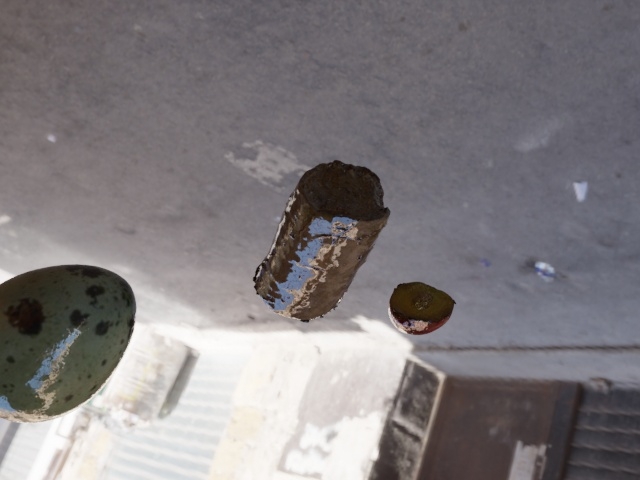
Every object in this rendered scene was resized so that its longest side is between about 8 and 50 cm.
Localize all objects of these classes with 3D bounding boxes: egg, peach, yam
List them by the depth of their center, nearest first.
[{"bbox_3d":[-0.322,0.117,0.903,0.228,0.177,0.177,-33,139,9],"label":"egg"},{"bbox_3d":[0.001,0.002,1.019,0.128,0.129,0.238,42,141,13],"label":"yam"},{"bbox_3d":[0.145,0.108,1.104,0.098,0.098,0.061,14,130,16],"label":"peach"}]
